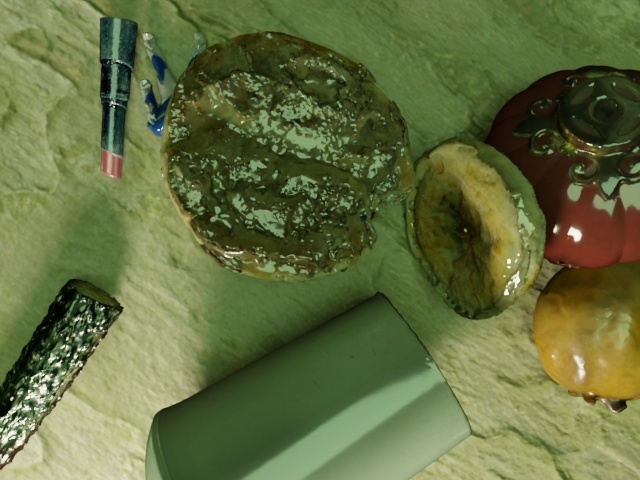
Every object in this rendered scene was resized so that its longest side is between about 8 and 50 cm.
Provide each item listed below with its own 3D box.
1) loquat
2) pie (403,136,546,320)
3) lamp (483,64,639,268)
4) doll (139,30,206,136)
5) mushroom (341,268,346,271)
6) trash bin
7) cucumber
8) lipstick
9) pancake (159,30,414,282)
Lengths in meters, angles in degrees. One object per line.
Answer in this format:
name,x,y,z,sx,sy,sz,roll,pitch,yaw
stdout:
loquat,0.441,0.133,0.925,0.238,0.193,0.238,-2,96,-22
pie,0.208,-0.014,0.860,0.055,0.274,0.274,-15,97,-25
lamp,0.384,-0.107,0.859,0.303,0.257,0.303,-7,60,12
doll,-0.214,-0.199,0.909,0.114,0.057,0.227,-2,94,-9
mushroom,-0.001,0.001,0.935,0.129,0.073,0.088,43,94,-7
trash bin,-0.033,0.286,0.863,0.432,0.280,0.280,-31,97,-4
cucumber,-0.439,0.225,0.910,0.096,0.096,0.359,35,90,-7
lipstick,-0.307,-0.210,0.908,0.054,0.053,0.234,4,100,-5
pancake,-0.045,-0.119,0.877,0.382,0.071,0.382,2,80,-10
